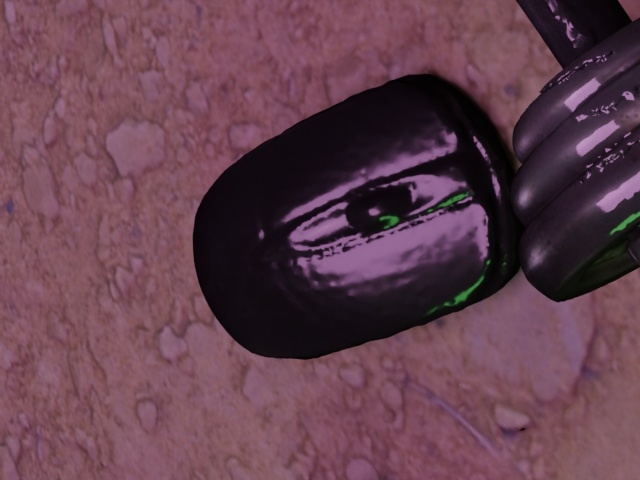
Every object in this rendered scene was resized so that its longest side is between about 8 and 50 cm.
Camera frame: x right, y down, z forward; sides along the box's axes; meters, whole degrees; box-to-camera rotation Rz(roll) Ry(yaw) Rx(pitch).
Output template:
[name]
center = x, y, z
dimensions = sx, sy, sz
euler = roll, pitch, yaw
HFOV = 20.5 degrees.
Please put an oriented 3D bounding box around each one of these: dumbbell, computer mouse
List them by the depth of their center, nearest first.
[dumbbell]
center = 0.096, -0.144, 0.843
dimensions = 0.406, 0.179, 0.179
euler = 57, 136, 13
[computer mouse]
center = 0.000, 0.000, 1.063
dimensions = 0.270, 0.086, 0.137
euler = -24, 87, 46
